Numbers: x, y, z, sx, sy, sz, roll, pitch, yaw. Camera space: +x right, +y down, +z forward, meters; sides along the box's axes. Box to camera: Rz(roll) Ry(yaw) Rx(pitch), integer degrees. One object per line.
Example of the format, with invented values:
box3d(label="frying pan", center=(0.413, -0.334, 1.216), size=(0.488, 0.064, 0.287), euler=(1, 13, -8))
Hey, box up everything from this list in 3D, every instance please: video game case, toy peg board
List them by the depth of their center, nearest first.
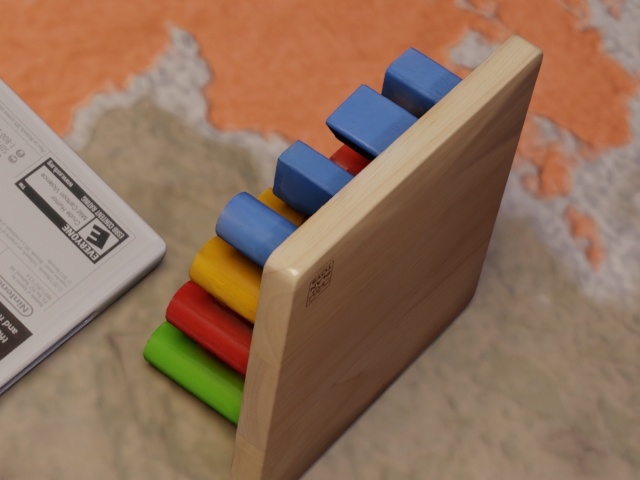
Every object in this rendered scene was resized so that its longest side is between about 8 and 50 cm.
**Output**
box3d(label="toy peg board", center=(0.000, 0.000, 0.797), size=(0.079, 0.161, 0.161), euler=(33, 53, 19))
box3d(label="video game case", center=(-0.187, -0.013, 0.806), size=(0.190, 0.022, 0.173), euler=(45, 55, 6))
